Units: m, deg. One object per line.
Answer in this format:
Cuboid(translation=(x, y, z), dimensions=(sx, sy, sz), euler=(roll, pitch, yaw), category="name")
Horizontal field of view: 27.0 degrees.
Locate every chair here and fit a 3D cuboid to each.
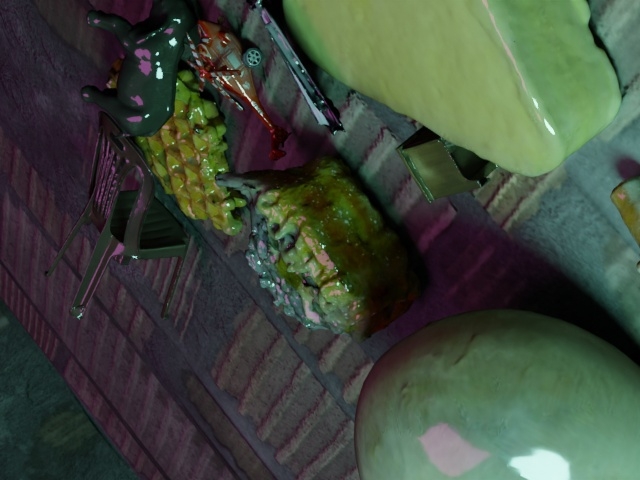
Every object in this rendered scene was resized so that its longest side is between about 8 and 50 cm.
Cuboid(translation=(-0.300, -0.042, 2.129), dimensions=(0.175, 0.183, 0.326), euler=(48, 125, 33), category="chair")

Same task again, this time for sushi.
Cuboid(translation=(0.000, 0.000, 1.676), dimensions=(0.274, 0.139, 0.184), euler=(60, 151, -2), category="sushi")

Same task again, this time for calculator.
Cuboid(translation=(-0.031, -0.202, 1.479), dimensions=(0.166, 0.028, 0.274), euler=(59, -177, -13), category="calculator")

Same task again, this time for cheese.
Cuboid(translation=(0.100, -0.267, 1.226), dimensions=(0.384, 0.104, 0.384), euler=(40, 150, 29), category="cheese")

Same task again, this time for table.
Cuboid(translation=(0.145, -0.094, 1.382), dimensions=(0.082, 0.083, 0.070), euler=(-13, 113, 56), category="table")

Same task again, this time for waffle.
Cuboid(translation=(-0.207, -0.150, 1.948), dimensions=(0.281, 0.058, 0.301), euler=(17, 136, 55), category="waffle")

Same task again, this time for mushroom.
Cuboid(translation=(0.219, 0.213, 1.457), dimensions=(0.362, 0.295, 0.362), euler=(13, 131, 15), category="mushroom")

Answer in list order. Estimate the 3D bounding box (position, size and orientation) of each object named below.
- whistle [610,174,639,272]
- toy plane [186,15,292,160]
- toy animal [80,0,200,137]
Cuboid(translation=(0.333, 0.038, 1.205), dimensions=(0.220, 0.107, 0.057), euler=(63, 162, 19), category="whistle")
Cuboid(translation=(-0.095, -0.196, 1.688), dimensions=(0.194, 0.077, 0.126), euler=(45, 157, 4), category="toy plane")
Cuboid(translation=(-0.234, -0.253, 1.788), dimensions=(0.146, 0.114, 0.245), euler=(25, 123, 36), category="toy animal")
